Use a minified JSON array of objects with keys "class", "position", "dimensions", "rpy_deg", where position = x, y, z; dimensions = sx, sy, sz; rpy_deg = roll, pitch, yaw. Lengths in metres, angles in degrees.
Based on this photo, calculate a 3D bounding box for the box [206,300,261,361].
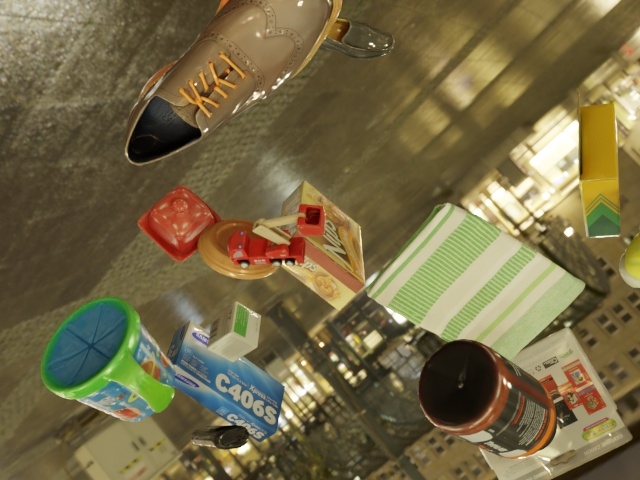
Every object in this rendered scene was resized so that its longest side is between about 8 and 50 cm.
[{"class":"box","position":[-0.215,0.228,1.700],"dimensions":[0.102,0.087,0.101],"rpy_deg":[-34,-145,33]}]

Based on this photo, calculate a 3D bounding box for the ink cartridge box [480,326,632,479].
[{"class":"ink cartridge box","position":[0.498,0.389,1.565],"dimensions":[0.309,0.272,0.130],"rpy_deg":[-30,165,13]}]

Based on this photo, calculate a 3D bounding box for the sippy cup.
[{"class":"sippy cup","position":[-0.444,0.278,1.497],"dimensions":[0.240,0.305,0.224],"rpy_deg":[-28,133,6]}]

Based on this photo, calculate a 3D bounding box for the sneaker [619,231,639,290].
[{"class":"sneaker","position":[0.730,-0.048,1.291],"dimensions":[0.384,0.145,0.147],"rpy_deg":[-36,142,2]}]

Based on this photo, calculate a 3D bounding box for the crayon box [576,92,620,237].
[{"class":"crayon box","position":[0.633,-0.165,1.551],"dimensions":[0.081,0.202,0.318],"rpy_deg":[-3,153,24]}]

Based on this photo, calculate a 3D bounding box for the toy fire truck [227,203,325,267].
[{"class":"toy fire truck","position":[-0.081,-0.006,1.220],"dimensions":[0.192,0.047,0.135],"rpy_deg":[-2,147,9]}]

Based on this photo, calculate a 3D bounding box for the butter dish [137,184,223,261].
[{"class":"butter dish","position":[-0.335,-0.060,1.632],"dimensions":[0.160,0.160,0.118],"rpy_deg":[-45,170,-24]}]

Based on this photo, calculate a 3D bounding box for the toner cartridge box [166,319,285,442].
[{"class":"toner cartridge box","position":[-0.255,0.380,1.836],"dimensions":[0.075,0.348,0.165],"rpy_deg":[-38,-155,29]}]

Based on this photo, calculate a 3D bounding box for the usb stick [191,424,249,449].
[{"class":"usb stick","position":[-0.221,0.425,1.474],"dimensions":[0.077,0.045,0.278],"rpy_deg":[-9,170,-23]}]

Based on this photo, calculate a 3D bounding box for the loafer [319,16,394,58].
[{"class":"loafer","position":[0.050,-0.364,1.213],"dimensions":[0.061,0.170,0.062],"rpy_deg":[125,-30,-84]}]

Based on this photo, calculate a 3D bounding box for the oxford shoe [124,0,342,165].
[{"class":"oxford shoe","position":[-0.117,-0.202,0.853],"dimensions":[0.363,0.130,0.133],"rpy_deg":[-32,-152,37]}]

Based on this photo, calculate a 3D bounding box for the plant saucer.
[{"class":"plant saucer","position":[-0.182,0.011,1.579],"dimensions":[0.200,0.200,0.037],"rpy_deg":[-32,149,-48]}]

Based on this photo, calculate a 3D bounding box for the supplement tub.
[{"class":"supplement tub","position":[0.204,0.192,0.789],"dimensions":[0.106,0.106,0.198],"rpy_deg":[-43,133,14]}]

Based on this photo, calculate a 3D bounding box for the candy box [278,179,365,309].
[{"class":"candy box","position":[0.000,0.000,1.498],"dimensions":[0.087,0.183,0.316],"rpy_deg":[-47,-165,19]}]

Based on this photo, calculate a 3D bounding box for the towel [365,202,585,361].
[{"class":"towel","position":[0.280,0.092,1.243],"dimensions":[0.248,0.324,0.038],"rpy_deg":[-53,-163,23]}]
